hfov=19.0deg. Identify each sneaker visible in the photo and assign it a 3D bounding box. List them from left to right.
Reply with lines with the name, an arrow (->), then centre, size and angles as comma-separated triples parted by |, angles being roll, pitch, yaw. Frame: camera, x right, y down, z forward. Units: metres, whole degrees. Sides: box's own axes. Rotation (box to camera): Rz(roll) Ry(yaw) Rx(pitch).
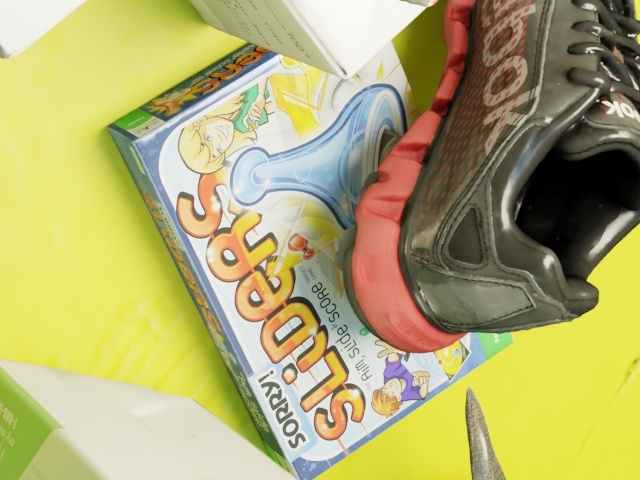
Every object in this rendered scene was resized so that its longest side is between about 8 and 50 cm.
sneaker -> 0.110, -0.075, 0.872 | 0.098, 0.135, 0.276 | 34, 68, -39

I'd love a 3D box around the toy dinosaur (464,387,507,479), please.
toy dinosaur -> 0.082, 0.208, 0.996 | 0.160, 0.121, 0.313 | -18, 108, -36

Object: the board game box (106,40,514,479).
board game box -> 0.000, 0.000, 0.918 | 0.136, 0.035, 0.201 | -33, 117, -16

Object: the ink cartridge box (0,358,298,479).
ink cartridge box -> -0.116, 0.253, 0.828 | 0.119, 0.207, 0.353 | 15, 97, -30

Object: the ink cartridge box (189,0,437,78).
ink cartridge box -> 0.095, -0.185, 0.784 | 0.296, 0.261, 0.066 | -44, 119, -10

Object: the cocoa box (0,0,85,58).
cocoa box -> -0.079, -0.269, 0.685 | 0.347, 0.228, 0.231 | -41, 119, -12
